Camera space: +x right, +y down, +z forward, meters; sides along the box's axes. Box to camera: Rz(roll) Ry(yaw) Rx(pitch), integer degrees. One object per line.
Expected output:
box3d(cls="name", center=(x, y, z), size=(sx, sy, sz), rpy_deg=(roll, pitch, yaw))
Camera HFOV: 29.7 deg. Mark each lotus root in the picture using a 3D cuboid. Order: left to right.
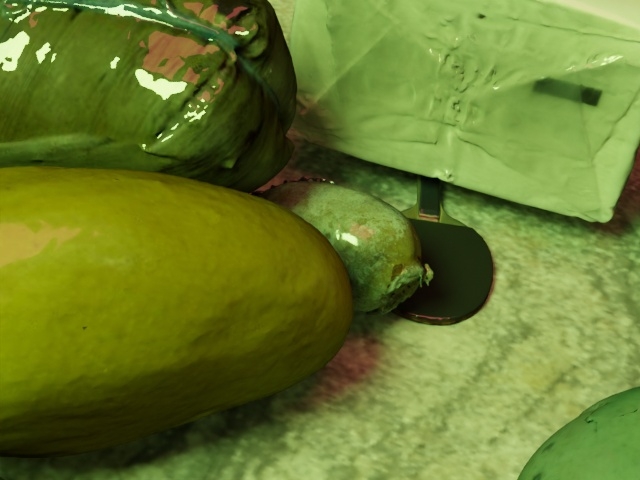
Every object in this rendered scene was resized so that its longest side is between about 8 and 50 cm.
box3d(cls="lotus root", center=(0.001, -0.003, 0.823), size=(0.165, 0.088, 0.088), rpy_deg=(19, 44, 29))

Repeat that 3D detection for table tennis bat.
box3d(cls="table tennis bat", center=(0.079, -0.001, 0.884), size=(0.095, 0.014, 0.158), rpy_deg=(7, 47, -1))

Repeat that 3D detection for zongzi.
box3d(cls="zongzi", center=(-0.228, -0.042, 0.739), size=(0.356, 0.174, 0.393), rpy_deg=(23, 70, 20))

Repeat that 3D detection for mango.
box3d(cls="mango", center=(-0.117, 0.036, 0.663), size=(0.331, 0.195, 0.142), rpy_deg=(-6, 67, -29))

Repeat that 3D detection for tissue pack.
box3d(cls="tissue pack", center=(0.141, -0.206, 0.963), size=(0.266, 0.194, 0.356), rpy_deg=(16, 41, 6))

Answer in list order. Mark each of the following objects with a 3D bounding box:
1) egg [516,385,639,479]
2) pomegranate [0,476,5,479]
box3d(cls="egg", center=(0.217, 0.159, 0.639), size=(0.236, 0.169, 0.169), rpy_deg=(9, 45, -2))
box3d(cls="pomegranate", center=(-0.180, 0.191, 0.550), size=(0.240, 0.159, 0.190), rpy_deg=(26, 49, 12))
